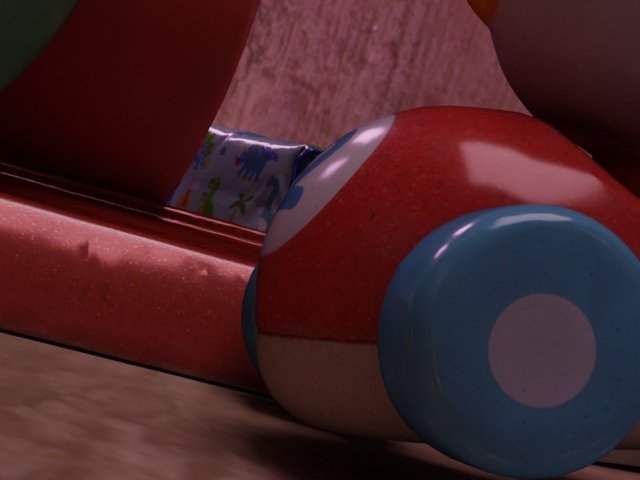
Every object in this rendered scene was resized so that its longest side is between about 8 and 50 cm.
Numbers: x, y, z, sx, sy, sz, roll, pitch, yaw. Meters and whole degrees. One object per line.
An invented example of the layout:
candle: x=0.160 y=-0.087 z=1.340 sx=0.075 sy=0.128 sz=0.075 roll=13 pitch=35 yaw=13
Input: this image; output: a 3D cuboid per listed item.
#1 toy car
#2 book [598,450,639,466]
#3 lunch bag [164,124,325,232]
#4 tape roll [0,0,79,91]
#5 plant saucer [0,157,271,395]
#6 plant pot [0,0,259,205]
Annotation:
toy car: x=0.087 y=-0.051 z=0.552 sx=0.210 sy=0.237 sz=0.219 roll=4 pitch=-2 yaw=-14
book: x=0.099 y=0.071 z=0.785 sx=0.096 sy=0.035 sz=0.144 roll=11 pitch=8 yaw=-34
lunch bag: x=0.000 y=0.000 z=0.981 sx=0.151 sy=0.096 sz=0.129 roll=31 pitch=-8 yaw=-33
tape roll: x=-0.239 y=-0.187 z=0.711 sx=0.321 sy=0.321 sz=0.077 roll=16 pitch=8 yaw=-10
plant saucer: x=-0.083 y=0.009 z=0.746 sx=0.259 sy=0.047 sz=0.259 roll=15 pitch=4 yaw=-17
plant pot: x=-0.182 y=-0.162 z=0.886 sx=0.243 sy=0.274 sz=0.275 roll=16 pitch=3 yaw=-22
